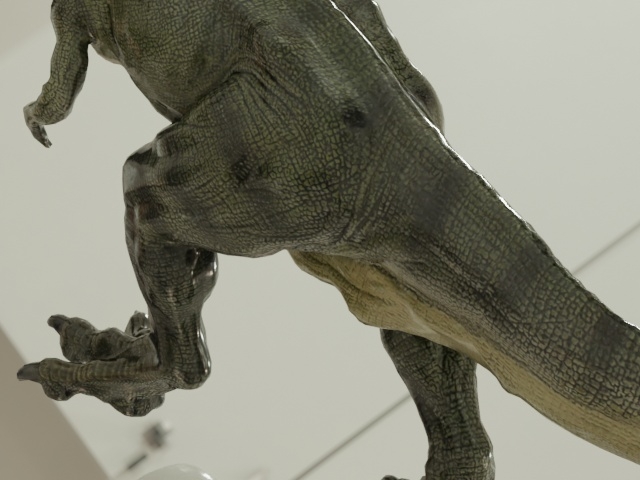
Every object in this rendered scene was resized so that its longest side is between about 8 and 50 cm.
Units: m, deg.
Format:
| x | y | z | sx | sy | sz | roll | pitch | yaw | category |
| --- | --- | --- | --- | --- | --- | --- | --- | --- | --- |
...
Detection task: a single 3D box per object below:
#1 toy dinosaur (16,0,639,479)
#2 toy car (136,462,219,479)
| x | y | z | sx | sy | sz | roll | pitch | yaw | category |
| --- | --- | --- | --- | --- | --- | --- | --- | --- | --- |
| 0.000 | 0.000 | 0.381 | 0.268 | 0.064 | 0.118 | 40 | -48 | 30 | toy dinosaur |
| -0.123 | 0.244 | 1.272 | 0.136 | 0.182 | 0.159 | -2 | 64 | -53 | toy car |
